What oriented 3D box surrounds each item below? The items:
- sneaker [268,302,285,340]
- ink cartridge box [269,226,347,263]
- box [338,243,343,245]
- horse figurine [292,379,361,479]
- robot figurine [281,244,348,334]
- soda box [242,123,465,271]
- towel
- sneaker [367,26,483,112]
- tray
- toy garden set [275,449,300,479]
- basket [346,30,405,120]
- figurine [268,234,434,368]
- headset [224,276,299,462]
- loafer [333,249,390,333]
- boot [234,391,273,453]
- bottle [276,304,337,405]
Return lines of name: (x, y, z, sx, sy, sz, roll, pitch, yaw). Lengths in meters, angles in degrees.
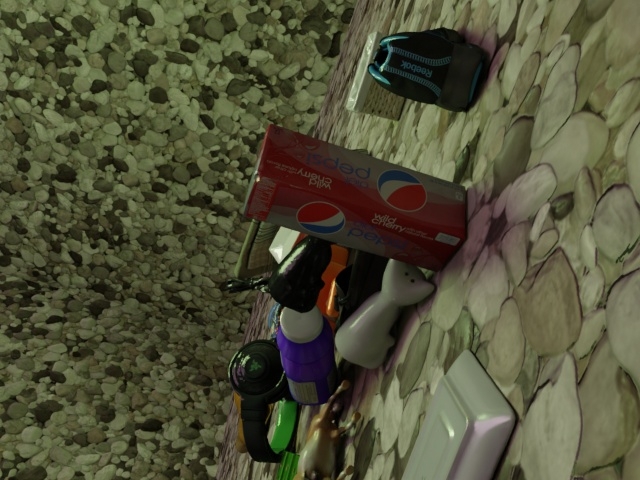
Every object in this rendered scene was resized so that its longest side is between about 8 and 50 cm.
sneaker: (-0.118, 0.287, 1.969, 0.087, 0.083, 0.221, -17, 62, 65)
ink cartridge box: (0.000, 0.000, 1.434, 0.067, 0.198, 0.115, 51, 125, 37)
box: (0.081, -0.044, 1.125, 0.102, 0.101, 0.087, 113, 169, -51)
horse figurine: (0.006, 0.345, 1.012, 0.174, 0.066, 0.263, 123, 165, -45)
robot figurine: (-0.009, 0.113, 1.341, 0.128, 0.158, 0.219, 33, -110, -64)
soda box: (0.044, -0.050, 0.806, 0.083, 0.264, 0.092, 118, 165, -51)
towel: (-0.036, -0.058, 1.502, 0.312, 0.056, 0.324, -16, -42, -50)
sneaker: (0.147, -0.287, 1.018, 0.341, 0.140, 0.125, -99, 24, -74)
tray: (0.107, 0.250, 0.635, 0.145, 0.030, 0.270, -110, 37, -75)
toy garden set: (-0.051, 0.497, 1.175, 0.244, 0.049, 0.203, 134, 152, -72)
basket: (0.130, -0.339, 1.356, 0.113, 0.103, 0.167, -108, 34, -75)
figurine: (0.044, 0.056, 0.916, 0.092, 0.215, 0.209, -42, -14, -41)
headset: (-0.129, 0.276, 1.409, 0.243, 0.185, 0.393, 18, -108, -74)
loafer: (0.068, 0.051, 1.042, 0.109, 0.095, 0.302, -77, 8, -46)
boot: (-0.199, 0.498, 2.027, 0.295, 0.104, 0.211, -89, 22, -44)
bottle: (-0.021, 0.192, 1.113, 0.282, 0.092, 0.118, 83, -177, -59)
